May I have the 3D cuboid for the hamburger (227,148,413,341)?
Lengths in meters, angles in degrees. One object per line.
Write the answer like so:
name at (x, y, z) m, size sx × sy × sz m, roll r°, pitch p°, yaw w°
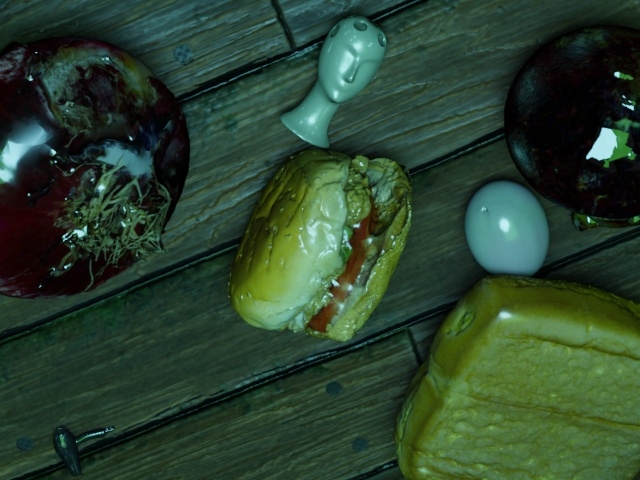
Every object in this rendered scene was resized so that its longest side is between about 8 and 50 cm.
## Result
hamburger at (0.000, 0.000, 1.157) m, size 0.163 × 0.244 × 0.244 m, roll 22°, pitch 108°, yaw -10°

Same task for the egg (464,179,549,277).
egg at (0.234, -0.011, 1.239) m, size 0.103 × 0.103 × 0.135 m, roll -20°, pitch 114°, yaw 2°

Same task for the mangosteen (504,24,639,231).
mangosteen at (0.325, -0.112, 1.170) m, size 0.232 × 0.231 × 0.289 m, roll -1°, pitch 147°, yaw -5°

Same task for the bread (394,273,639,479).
bread at (0.284, 0.188, 1.283) m, size 0.337 × 0.148 × 0.327 m, roll 11°, pitch 118°, yaw -14°

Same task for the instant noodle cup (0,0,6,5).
instant noodle cup at (-0.400, -0.318, 1.000) m, size 0.235 × 0.235 × 0.178 m, roll -35°, pitch 101°, yaw 9°

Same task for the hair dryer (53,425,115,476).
hair dryer at (-0.317, 0.280, 1.346) m, size 0.083 × 0.031 × 0.079 m, roll -17°, pitch 123°, yaw -7°

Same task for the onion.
onion at (-0.298, -0.083, 1.088) m, size 0.314 × 0.232 × 0.313 m, roll -35°, pitch 144°, yaw -30°

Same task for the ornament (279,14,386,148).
ornament at (0.021, -0.189, 1.162) m, size 0.075 × 0.081 × 0.156 m, roll 27°, pitch 111°, yaw -20°
